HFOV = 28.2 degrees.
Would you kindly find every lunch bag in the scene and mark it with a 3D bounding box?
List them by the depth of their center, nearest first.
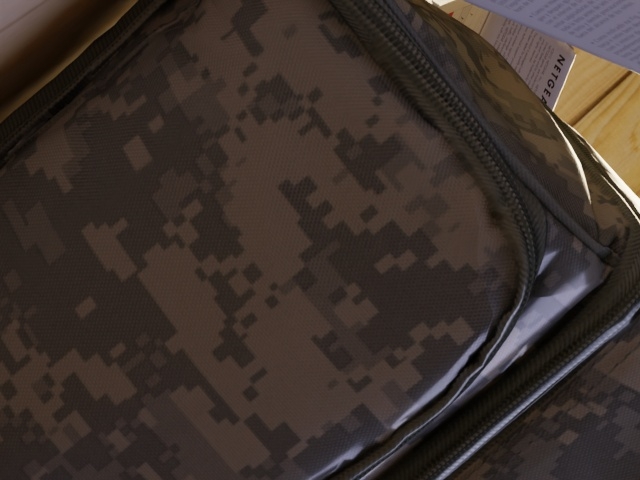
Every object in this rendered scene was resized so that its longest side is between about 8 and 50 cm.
[{"bbox_3d":[-0.030,0.039,0.491,0.305,0.256,0.212,-40,-156,13],"label":"lunch bag"}]

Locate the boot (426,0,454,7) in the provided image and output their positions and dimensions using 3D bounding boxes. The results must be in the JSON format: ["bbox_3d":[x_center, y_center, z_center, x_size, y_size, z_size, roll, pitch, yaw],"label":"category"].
[{"bbox_3d":[0.066,-0.198,1.087,0.161,0.083,0.246,-33,176,-12],"label":"boot"}]

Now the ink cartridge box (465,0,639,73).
[{"bbox_3d":[0.071,-0.103,0.324,0.145,0.179,0.045,-30,-140,67],"label":"ink cartridge box"}]

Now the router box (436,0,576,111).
[{"bbox_3d":[0.000,0.000,0.918,0.301,0.082,0.335,-10,-131,55],"label":"router box"}]
